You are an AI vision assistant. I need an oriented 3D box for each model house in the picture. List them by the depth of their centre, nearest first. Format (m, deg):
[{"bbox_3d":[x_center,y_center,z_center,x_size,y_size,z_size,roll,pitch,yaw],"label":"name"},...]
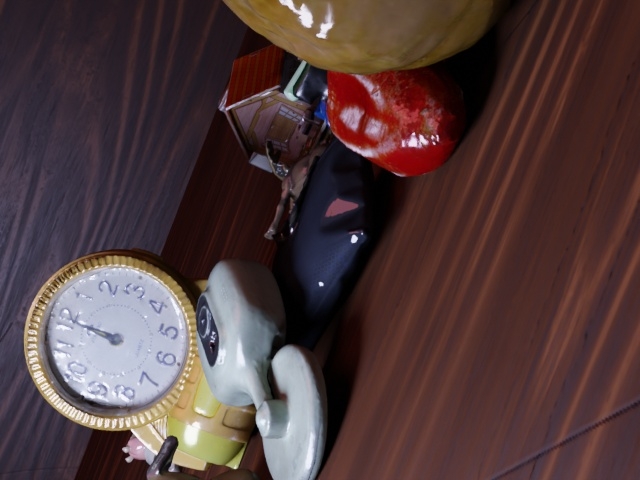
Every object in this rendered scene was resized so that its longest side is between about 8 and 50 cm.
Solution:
[{"bbox_3d":[-0.059,-0.235,2.026,0.294,0.154,0.207,-89,22,-60],"label":"model house"}]

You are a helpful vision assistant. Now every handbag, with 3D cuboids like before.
[{"bbox_3d":[0.000,0.000,1.532,0.211,0.089,0.254,-89,21,-45],"label":"handbag"}]

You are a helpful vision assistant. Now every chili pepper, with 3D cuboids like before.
[{"bbox_3d":[0.081,-0.132,1.366,0.144,0.136,0.252,-36,27,5],"label":"chili pepper"}]

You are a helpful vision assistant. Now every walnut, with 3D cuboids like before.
[{"bbox_3d":[0.030,-0.351,1.257,0.308,0.398,0.354,-13,-36,-50],"label":"walnut"}]

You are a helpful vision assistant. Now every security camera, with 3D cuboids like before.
[{"bbox_3d":[-0.069,0.145,1.437,0.301,0.080,0.157,-119,40,-50],"label":"security camera"}]

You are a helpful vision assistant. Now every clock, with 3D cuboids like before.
[{"bbox_3d":[-0.218,0.141,1.713,0.200,0.317,0.244,177,113,-84],"label":"clock"}]

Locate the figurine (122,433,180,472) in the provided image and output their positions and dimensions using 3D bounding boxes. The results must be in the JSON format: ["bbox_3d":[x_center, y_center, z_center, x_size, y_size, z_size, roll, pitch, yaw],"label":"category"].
[{"bbox_3d":[-0.260,0.335,2.118,0.098,0.081,0.146,-24,32,18],"label":"figurine"}]

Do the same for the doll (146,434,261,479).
[{"bbox_3d":[-0.163,0.372,1.408,0.235,0.174,0.330,-53,18,34],"label":"doll"}]

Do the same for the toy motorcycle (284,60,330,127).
[{"bbox_3d":[0.083,-0.281,1.577,0.331,0.125,0.196,-62,12,14],"label":"toy motorcycle"}]

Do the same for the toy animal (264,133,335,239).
[{"bbox_3d":[-0.015,-0.080,1.759,0.214,0.094,0.186,-32,42,59],"label":"toy animal"}]

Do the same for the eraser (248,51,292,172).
[{"bbox_3d":[-0.058,-0.234,2.259,0.095,0.052,0.225,-37,33,63],"label":"eraser"}]
